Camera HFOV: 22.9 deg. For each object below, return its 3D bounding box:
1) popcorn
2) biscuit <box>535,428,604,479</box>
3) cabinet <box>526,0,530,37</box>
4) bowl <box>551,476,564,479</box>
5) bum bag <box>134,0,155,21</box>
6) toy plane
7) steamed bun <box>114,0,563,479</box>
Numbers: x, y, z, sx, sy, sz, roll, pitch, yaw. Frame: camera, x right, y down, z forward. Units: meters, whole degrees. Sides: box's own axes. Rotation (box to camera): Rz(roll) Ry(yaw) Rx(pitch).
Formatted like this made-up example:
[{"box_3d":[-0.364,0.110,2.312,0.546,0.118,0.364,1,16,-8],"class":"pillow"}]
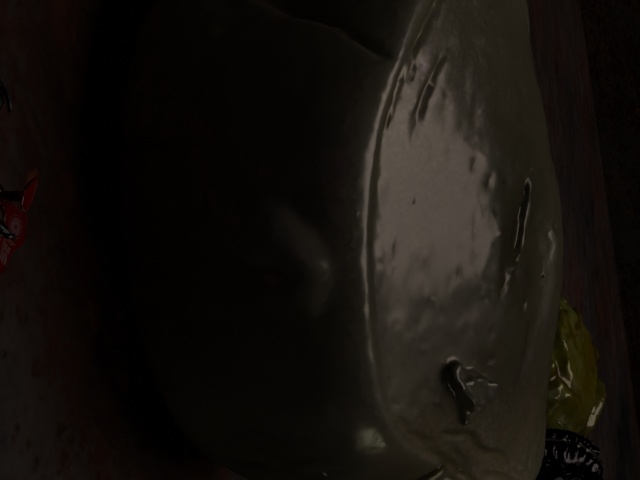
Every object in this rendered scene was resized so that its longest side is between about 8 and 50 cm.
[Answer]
[{"box_3d":[0.221,0.150,1.760,0.204,0.183,0.221,-83,161,-50],"class":"popcorn"},{"box_3d":[0.213,0.263,1.698,0.194,0.194,0.053,66,11,-50],"class":"biscuit"},{"box_3d":[0.123,-0.140,1.533,0.150,0.145,0.206,10,78,-72],"class":"cabinet"},{"box_3d":[0.171,0.409,1.593,0.345,0.157,0.345,-2,90,-73],"class":"bowl"},{"box_3d":[-0.083,-0.211,1.049,0.198,0.049,0.087,-62,170,-59],"class":"bum bag"},{"box_3d":[-0.172,-0.045,0.757,0.145,0.037,0.060,65,32,-48],"class":"toy plane"},{"box_3d":[-0.002,0.004,0.973,0.236,0.247,0.383,-24,115,-49],"class":"steamed bun"}]
